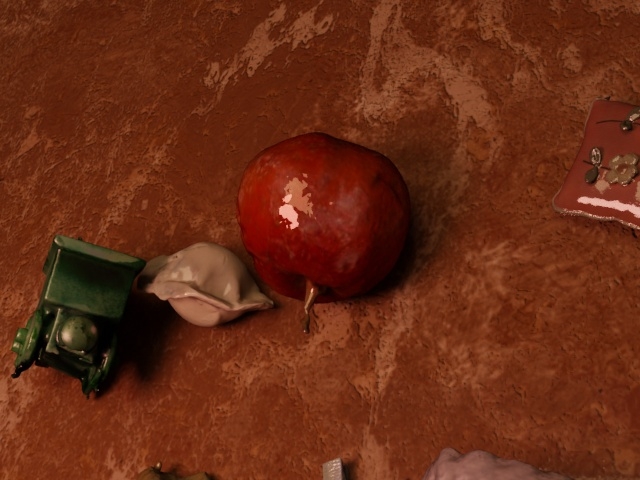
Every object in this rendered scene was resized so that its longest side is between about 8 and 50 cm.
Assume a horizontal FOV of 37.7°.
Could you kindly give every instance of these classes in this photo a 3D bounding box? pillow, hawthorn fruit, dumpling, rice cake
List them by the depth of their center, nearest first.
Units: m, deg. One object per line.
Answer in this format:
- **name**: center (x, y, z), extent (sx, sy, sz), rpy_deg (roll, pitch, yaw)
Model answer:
- **rice cake**: center (0.031, 0.356, 1.150), extent (0.042, 0.030, 0.180), rpy_deg (-22, 54, 21)
- **pillow**: center (0.398, -0.098, 1.197), extent (0.171, 0.075, 0.179), rpy_deg (17, 73, 34)
- **hawthorn fruit**: center (0.000, 0.000, 1.263), extent (0.242, 0.242, 0.271), rpy_deg (-11, 61, 22)
- **dumpling**: center (-0.183, 0.066, 1.367), extent (0.229, 0.151, 0.124), rpy_deg (15, 105, 37)

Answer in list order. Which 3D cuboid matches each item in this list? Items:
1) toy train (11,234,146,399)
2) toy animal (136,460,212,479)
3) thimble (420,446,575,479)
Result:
- **toy train**: center (-0.361, 0.117, 1.374), extent (0.266, 0.145, 0.201), rpy_deg (149, 137, -66)
- **toy animal**: center (-0.246, 0.390, 1.251), extent (0.101, 0.103, 0.218), rpy_deg (6, 66, 52)
- **thimble**: center (0.206, 0.322, 0.961), extent (0.246, 0.217, 0.157), rpy_deg (13, 70, 25)
